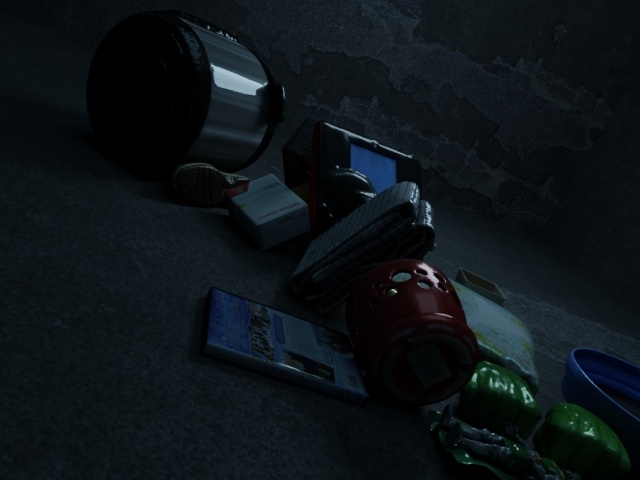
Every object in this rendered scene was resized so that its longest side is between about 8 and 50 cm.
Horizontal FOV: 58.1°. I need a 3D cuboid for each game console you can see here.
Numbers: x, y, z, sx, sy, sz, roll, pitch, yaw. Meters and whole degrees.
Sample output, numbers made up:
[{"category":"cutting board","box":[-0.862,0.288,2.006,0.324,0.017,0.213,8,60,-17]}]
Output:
[{"category":"game console","box":[0.125,-0.088,1.428,0.387,0.341,0.060,12,-12,-42]}]

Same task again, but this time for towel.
[{"category":"towel","box":[0.091,0.015,1.121,0.121,0.284,0.235,52,18,-8]},{"category":"towel","box":[0.285,0.174,1.241,0.375,0.090,0.320,29,18,12]}]

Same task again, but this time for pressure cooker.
[{"category":"pressure cooker","box":[-0.318,-0.345,1.457,0.370,0.375,0.420,48,22,19]}]

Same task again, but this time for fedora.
[{"category":"fedora","box":[-0.039,-0.089,1.523,0.079,0.194,0.194,-19,29,-9]}]

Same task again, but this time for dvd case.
[{"category":"dvd case","box":[-0.055,0.155,0.872,0.253,0.022,0.180,22,15,-15]}]

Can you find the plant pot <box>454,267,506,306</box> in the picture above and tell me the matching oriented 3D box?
[{"category":"plant pot","box":[0.388,0.148,1.464,0.109,0.096,0.109,24,16,-4]}]

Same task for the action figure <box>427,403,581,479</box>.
[{"category":"action figure","box":[0.278,0.312,0.831,0.232,0.063,0.137,27,12,-11]}]

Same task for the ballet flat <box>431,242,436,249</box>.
[{"category":"ballet flat","box":[0.326,-0.003,1.980,0.173,0.049,0.057,24,-18,-23]}]

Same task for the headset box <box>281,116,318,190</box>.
[{"category":"headset box","box":[0.030,-0.171,1.646,0.246,0.131,0.283,30,-24,15]}]

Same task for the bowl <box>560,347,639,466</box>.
[{"category":"bowl","box":[0.642,0.347,1.088,0.391,0.077,0.391,23,15,-7]}]

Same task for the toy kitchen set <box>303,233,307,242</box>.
[{"category":"toy kitchen set","box":[0.000,0.000,1.433,0.068,0.075,0.083,-119,-172,-59]}]

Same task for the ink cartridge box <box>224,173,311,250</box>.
[{"category":"ink cartridge box","box":[-0.120,-0.066,1.291,0.128,0.072,0.175,-23,40,-21]}]

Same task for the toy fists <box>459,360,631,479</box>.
[{"category":"toy fists","box":[0.356,0.298,0.938,0.279,0.096,0.142,28,5,11]}]

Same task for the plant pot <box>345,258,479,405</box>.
[{"category":"plant pot","box":[0.142,0.150,0.909,0.191,0.191,0.174,22,24,-16]}]

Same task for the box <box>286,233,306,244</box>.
[{"category":"box","box":[-0.082,-0.030,1.373,0.083,0.052,0.062,10,22,-41]}]

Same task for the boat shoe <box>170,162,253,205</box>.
[{"category":"boat shoe","box":[-0.269,-0.131,1.362,0.095,0.095,0.257,19,4,31]}]

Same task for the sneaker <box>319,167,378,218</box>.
[{"category":"sneaker","box":[0.116,-0.054,1.277,0.286,0.109,0.130,37,10,-30]}]
